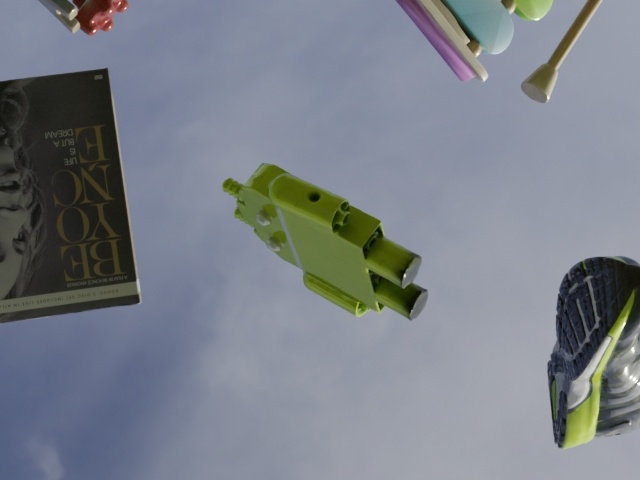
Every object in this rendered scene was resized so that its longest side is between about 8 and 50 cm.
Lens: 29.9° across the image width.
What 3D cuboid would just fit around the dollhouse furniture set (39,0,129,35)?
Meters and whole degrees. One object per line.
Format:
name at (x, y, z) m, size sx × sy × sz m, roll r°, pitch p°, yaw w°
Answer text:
dollhouse furniture set at (-0.229, -0.423, 1.511) m, size 0.152 × 0.201 × 0.374 m, roll 45°, pitch -101°, yaw 1°

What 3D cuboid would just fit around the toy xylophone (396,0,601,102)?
toy xylophone at (0.191, -0.266, 1.025) m, size 0.236 × 0.081 × 0.322 m, roll 36°, pitch -101°, yaw -30°

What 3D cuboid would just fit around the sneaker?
sneaker at (0.304, 0.110, 1.213) m, size 0.121 × 0.300 × 0.111 m, roll -6°, pitch -123°, yaw -1°

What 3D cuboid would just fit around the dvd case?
dvd case at (-0.262, -0.039, 1.101) m, size 0.164 × 0.018 × 0.221 m, roll -8°, pitch -88°, yaw -5°

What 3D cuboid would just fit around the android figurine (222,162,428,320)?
android figurine at (0.000, 0.000, 1.424) m, size 0.273 × 0.248 × 0.056 m, roll 28°, pitch -111°, yaw 22°
